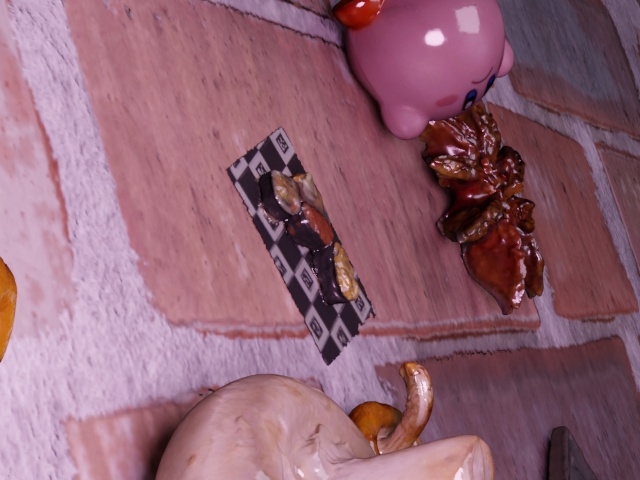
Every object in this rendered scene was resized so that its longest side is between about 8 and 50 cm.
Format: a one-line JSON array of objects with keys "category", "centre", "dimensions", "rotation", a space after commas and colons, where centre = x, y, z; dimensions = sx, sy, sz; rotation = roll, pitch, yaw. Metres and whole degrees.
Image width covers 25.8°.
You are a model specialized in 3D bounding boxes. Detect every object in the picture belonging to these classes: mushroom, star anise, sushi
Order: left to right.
[{"category": "sushi", "centre": [0.000, 0.000, 1.231], "dimensions": [0.201, 0.031, 0.139], "rotation": [63, 26, -10]}, {"category": "mushroom", "centre": [0.007, 0.177, 0.897], "dimensions": [0.207, 0.215, 0.207], "rotation": [50, 30, -42]}, {"category": "mushroom", "centre": [0.057, 0.157, 1.161], "dimensions": [0.088, 0.073, 0.129], "rotation": [-2, 106, -48]}, {"category": "star anise", "centre": [0.183, -0.051, 1.564], "dimensions": [0.288, 0.088, 0.288], "rotation": [40, 37, -40]}]

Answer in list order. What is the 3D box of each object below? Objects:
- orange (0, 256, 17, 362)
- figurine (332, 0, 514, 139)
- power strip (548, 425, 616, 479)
[{"category": "orange", "centre": [-0.204, 0.035, 0.776], "dimensions": [0.086, 0.062, 0.086], "rotation": [15, 90, -86]}, {"category": "figurine", "centre": [0.110, -0.206, 1.449], "dimensions": [0.173, 0.173, 0.173], "rotation": [43, 35, -41]}, {"category": "power strip", "centre": [0.327, 0.360, 1.511], "dimensions": [0.251, 0.092, 0.257], "rotation": [53, 25, -21]}]
